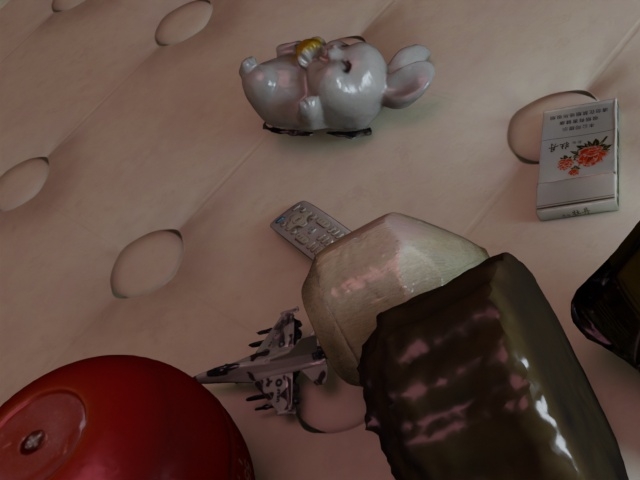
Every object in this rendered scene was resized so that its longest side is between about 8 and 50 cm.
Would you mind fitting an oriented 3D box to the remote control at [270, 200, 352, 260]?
[{"bbox_3d":[0.000,0.000,1.471,0.073,0.044,0.229,-39,34,-10],"label":"remote control"}]

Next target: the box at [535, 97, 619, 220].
[{"bbox_3d":[0.361,-0.116,1.357,0.109,0.029,0.198,-8,47,26],"label":"box"}]

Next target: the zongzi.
[{"bbox_3d":[0.446,0.069,0.998,0.289,0.154,0.317,-60,45,32],"label":"zongzi"}]

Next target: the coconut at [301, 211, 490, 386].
[{"bbox_3d":[0.104,0.074,1.215,0.234,0.224,0.224,-24,42,3],"label":"coconut"}]

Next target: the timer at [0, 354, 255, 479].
[{"bbox_3d":[-0.268,0.317,1.172,0.378,0.279,0.378,-19,41,17],"label":"timer"}]

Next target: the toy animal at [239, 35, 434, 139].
[{"bbox_3d":[0.024,-0.261,1.622,0.325,0.154,0.208,-3,26,4],"label":"toy animal"}]

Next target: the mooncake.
[{"bbox_3d":[0.177,0.187,0.985,0.187,0.324,0.324,-27,42,17],"label":"mooncake"}]

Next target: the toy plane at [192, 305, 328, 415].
[{"bbox_3d":[-0.072,0.174,1.338,0.234,0.082,0.160,-23,51,34],"label":"toy plane"}]
